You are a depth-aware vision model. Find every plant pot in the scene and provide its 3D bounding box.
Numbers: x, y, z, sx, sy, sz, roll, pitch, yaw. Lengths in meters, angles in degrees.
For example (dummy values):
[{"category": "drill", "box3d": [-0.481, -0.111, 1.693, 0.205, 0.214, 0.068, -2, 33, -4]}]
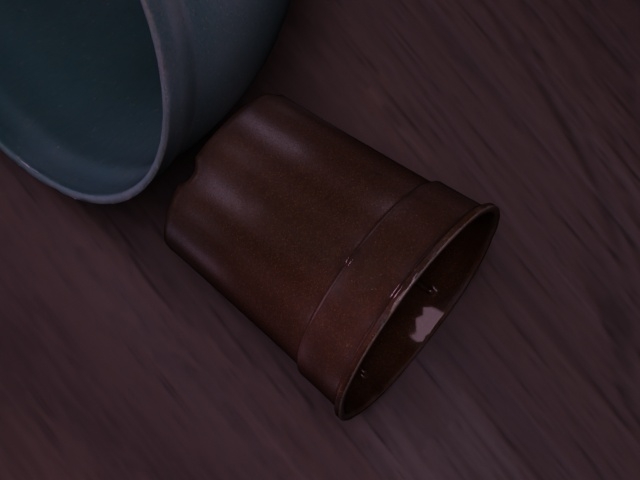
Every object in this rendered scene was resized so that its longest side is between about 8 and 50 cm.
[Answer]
[{"category": "plant pot", "box3d": [0.000, 0.000, 1.043, 0.165, 0.167, 0.167, 36, 83, 14]}, {"category": "plant pot", "box3d": [-0.126, -0.198, 1.034, 0.196, 0.293, 0.293, -37, 80, -32]}]
